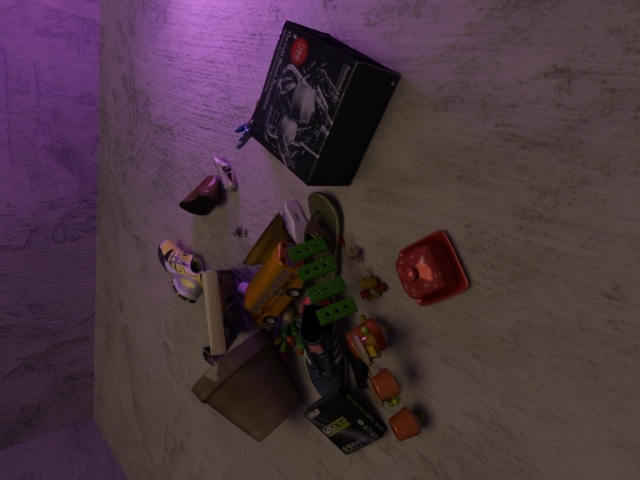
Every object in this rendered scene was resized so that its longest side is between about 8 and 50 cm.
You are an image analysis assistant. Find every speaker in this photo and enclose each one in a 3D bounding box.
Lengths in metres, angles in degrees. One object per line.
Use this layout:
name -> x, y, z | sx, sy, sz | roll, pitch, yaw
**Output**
speaker -> -0.252, 0.206, 1.629 | 0.136, 0.055, 0.055 | 27, 113, 41

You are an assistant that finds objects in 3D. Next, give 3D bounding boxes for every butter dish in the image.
butter dish -> 0.245, 0.076, 1.053 | 0.160, 0.118, 0.160 | -34, 71, 44

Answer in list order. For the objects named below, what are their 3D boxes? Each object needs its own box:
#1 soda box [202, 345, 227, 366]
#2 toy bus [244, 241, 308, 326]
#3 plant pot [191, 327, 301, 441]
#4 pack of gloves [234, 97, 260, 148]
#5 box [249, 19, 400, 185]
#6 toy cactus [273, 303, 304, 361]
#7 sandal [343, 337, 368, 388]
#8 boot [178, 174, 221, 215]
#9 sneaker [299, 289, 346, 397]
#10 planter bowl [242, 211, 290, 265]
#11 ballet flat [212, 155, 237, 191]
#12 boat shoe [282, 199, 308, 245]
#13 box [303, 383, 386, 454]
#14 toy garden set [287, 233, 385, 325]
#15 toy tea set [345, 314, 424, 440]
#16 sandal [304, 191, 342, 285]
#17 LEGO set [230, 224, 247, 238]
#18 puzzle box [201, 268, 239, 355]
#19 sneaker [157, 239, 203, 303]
soda box -> -0.435, 0.507, 1.850 | 0.169, 0.060, 0.053 | 20, 107, 44
toy bus -> -0.150, 0.153, 1.419 | 0.332, 0.130, 0.108 | -50, 30, 38
plant pot -> -0.224, 0.511, 1.491 | 0.280, 0.323, 0.323 | 47, 127, 11
pack of gloves -> -0.222, -0.412, 1.417 | 0.046, 0.232, 0.195 | 28, 124, -6
box -> -0.006, -0.376, 1.215 | 0.312, 0.179, 0.343 | 44, 124, 32
toy cactus -> -0.099, 0.295, 1.461 | 0.180, 0.112, 0.219 | 64, 142, 33
sandal -> 0.115, 0.352, 1.285 | 0.067, 0.040, 0.179 | 1, 110, 51
boot -> -0.500, -0.186, 1.832 | 0.305, 0.112, 0.115 | -16, 53, 50
sneaker -> -0.003, 0.319, 1.284 | 0.131, 0.148, 0.349 | -9, 95, 10
planter bowl -> -0.163, 0.017, 1.455 | 0.090, 0.217, 0.217 | 34, 126, -4
ballet flat -> -0.371, -0.268, 1.708 | 0.052, 0.057, 0.168 | -28, 76, 15
boat shoe -> -0.082, -0.042, 1.421 | 0.184, 0.066, 0.063 | 62, 146, 17
box -> 0.069, 0.537, 1.293 | 0.184, 0.045, 0.190 | 43, 128, 0
toy garden set -> 0.047, 0.098, 1.232 | 0.049, 0.204, 0.244 | 90, 156, -64
toy tea set -> 0.186, 0.353, 1.157 | 0.335, 0.124, 0.200 | 66, 171, -7
sandal -> 0.001, 0.001, 1.318 | 0.120, 0.086, 0.302 | 0, 95, 46
LEGO set -> -0.314, -0.030, 1.693 | 0.083, 0.023, 0.054 | 24, 114, 28
puzzle box -> -0.352, 0.237, 1.565 | 0.409, 0.052, 0.271 | 150, 112, -84
sneaker -> -0.607, 0.113, 1.956 | 0.147, 0.145, 0.384 | -46, 55, 4
